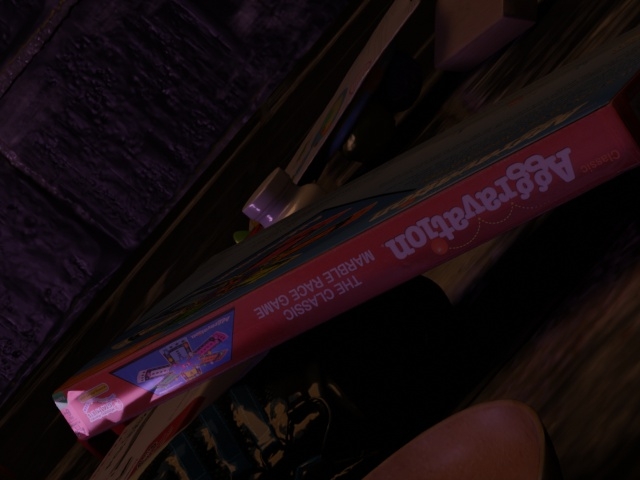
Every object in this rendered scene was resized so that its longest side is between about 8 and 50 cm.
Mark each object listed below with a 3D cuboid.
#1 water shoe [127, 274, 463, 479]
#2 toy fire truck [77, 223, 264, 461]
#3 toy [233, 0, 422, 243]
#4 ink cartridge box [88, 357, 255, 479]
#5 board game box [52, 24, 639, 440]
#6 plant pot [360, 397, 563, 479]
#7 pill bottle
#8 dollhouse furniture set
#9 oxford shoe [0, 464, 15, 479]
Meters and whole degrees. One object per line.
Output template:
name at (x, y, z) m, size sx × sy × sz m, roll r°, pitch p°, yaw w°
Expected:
water shoe at (-0.017, 0.083, 0.723) m, size 0.080 × 0.073 × 0.203 m, roll -37°, pitch 15°, yaw 50°
toy fire truck at (-0.073, 0.061, 1.274) m, size 0.192 × 0.047 × 0.135 m, roll -45°, pitch 9°, yaw 25°
toy at (0.023, -0.078, 1.382) m, size 0.237 × 0.056 × 0.137 m, roll -52°, pitch 10°, yaw 18°
ink cartridge box at (-0.070, 0.117, 0.927) m, size 0.135 × 0.056 × 0.099 m, roll -40°, pitch 12°, yaw 49°
board game box at (0.029, -0.009, 0.758) m, size 0.281 × 0.027 × 0.145 m, roll -28°, pitch 7°, yaw 35°
plant pot at (-0.009, 0.144, 0.521) m, size 0.236 × 0.032 × 0.236 m, roll -48°, pitch 8°, yaw 9°
pill bottle at (0.000, 0.000, 0.999) m, size 0.043 × 0.083 × 0.043 m, roll -49°, pitch 7°, yaw 8°
dollhouse furniture set at (0.161, -0.199, 1.282) m, size 0.144 × 0.123 × 0.151 m, roll 147°, pitch 127°, yaw -67°
oxford shoe at (-0.338, 0.297, 1.584) m, size 0.271 × 0.097 × 0.098 m, roll -52°, pitch 26°, yaw 16°
